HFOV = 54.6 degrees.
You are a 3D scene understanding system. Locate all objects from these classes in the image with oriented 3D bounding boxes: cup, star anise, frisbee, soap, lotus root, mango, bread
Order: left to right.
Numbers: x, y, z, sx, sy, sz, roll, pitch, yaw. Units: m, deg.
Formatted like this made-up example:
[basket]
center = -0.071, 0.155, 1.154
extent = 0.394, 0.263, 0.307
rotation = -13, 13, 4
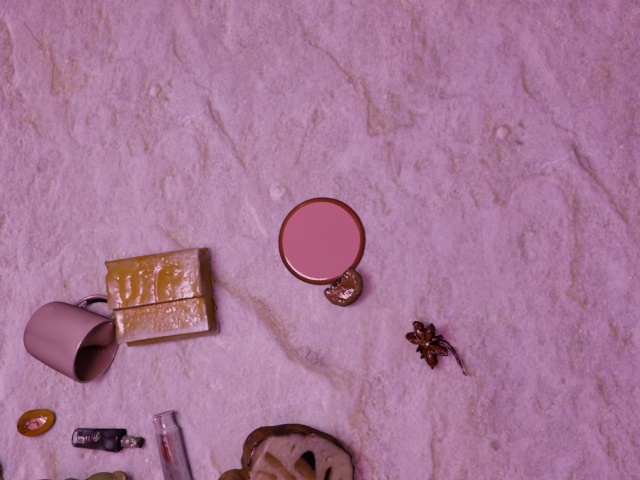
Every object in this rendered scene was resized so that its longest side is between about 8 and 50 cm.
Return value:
[mango]
center = -0.843, 0.537, 1.837
extent = 0.114, 0.057, 0.078
rotation = -21, 74, 1
[cup]
center = -0.701, 0.258, 1.788
extent = 0.201, 0.191, 0.252
rotation = 20, 58, 17
[soap]
center = -0.447, 0.160, 1.759
extent = 0.281, 0.143, 0.259
rotation = -10, 83, 6
[lotus root]
center = -0.080, 0.661, 1.565
extent = 0.390, 0.111, 0.375
rotation = -43, 95, -18
[frisbee]
center = 0.000, 0.000, 1.734
extent = 0.251, 0.021, 0.250
rotation = -2, 81, 11
[bread]
center = 0.069, 0.131, 1.677
extent = 0.113, 0.060, 0.082
rotation = -40, 92, 12
[star anise]
center = 0.304, 0.284, 1.608
extent = 0.190, 0.070, 0.097
rotation = 51, 122, 12

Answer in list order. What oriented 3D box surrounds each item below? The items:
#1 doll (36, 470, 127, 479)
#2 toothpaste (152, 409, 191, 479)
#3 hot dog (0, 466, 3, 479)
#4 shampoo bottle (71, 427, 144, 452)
[doll]
center = -0.656, 0.738, 1.712
extent = 0.261, 0.161, 0.177
rotation = -12, 59, 13
[toothpaste]
center = -0.402, 0.639, 1.721
extent = 0.100, 0.066, 0.323
rotation = -14, 84, 9
[hot dog]
center = -0.996, 0.682, 1.852
extent = 0.140, 0.060, 0.089
rotation = 36, 95, 21
[shampoo bottle]
center = -0.606, 0.571, 1.773
extent = 0.208, 0.063, 0.057
rotation = -1, 92, 12
